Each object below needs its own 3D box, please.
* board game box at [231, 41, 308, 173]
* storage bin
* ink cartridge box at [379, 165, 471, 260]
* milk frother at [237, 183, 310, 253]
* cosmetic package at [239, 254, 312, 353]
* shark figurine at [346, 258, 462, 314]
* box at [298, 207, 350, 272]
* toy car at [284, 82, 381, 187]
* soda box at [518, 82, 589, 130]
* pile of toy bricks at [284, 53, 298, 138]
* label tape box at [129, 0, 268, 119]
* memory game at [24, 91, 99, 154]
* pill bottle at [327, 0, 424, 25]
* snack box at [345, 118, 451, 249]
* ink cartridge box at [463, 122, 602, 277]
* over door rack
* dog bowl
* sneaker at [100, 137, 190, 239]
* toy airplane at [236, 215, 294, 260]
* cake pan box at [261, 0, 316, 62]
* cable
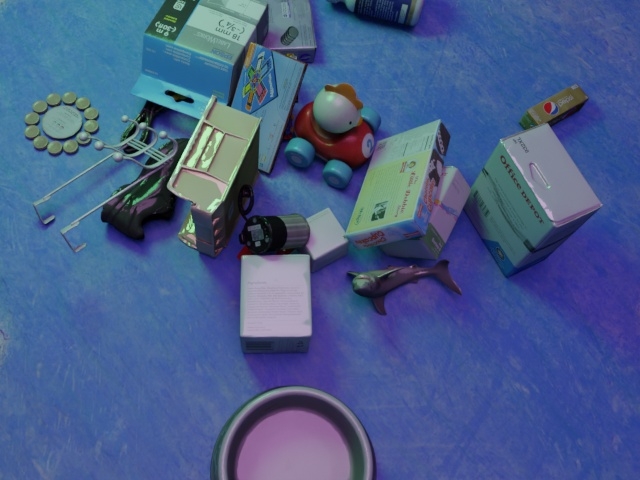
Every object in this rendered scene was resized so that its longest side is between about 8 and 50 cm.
[{"bbox_3d":[-0.143,-0.318,1.608,0.145,0.282,0.027,23,22,4],"label":"board game box"},{"bbox_3d":[-0.235,-0.131,1.496,0.123,0.262,0.261,21,66,2],"label":"storage bin"},{"bbox_3d":[0.237,-0.066,1.561,0.154,0.093,0.213,4,57,46],"label":"ink cartridge box"},{"bbox_3d":[-0.110,-0.049,1.467,0.129,0.134,0.143,11,100,35],"label":"milk frother"},{"bbox_3d":[-0.098,0.140,1.450,0.151,0.151,0.184,0,68,-5],"label":"cosmetic package"},{"bbox_3d":[0.173,0.112,1.534,0.278,0.166,0.116,-7,93,-26],"label":"shark figurine"},{"bbox_3d":[0.000,0.000,1.554,0.101,0.087,0.102,-27,72,-16],"label":"box"},{"bbox_3d":[0.052,-0.288,1.590,0.210,0.238,0.219,29,67,-2],"label":"toy car"},{"bbox_3d":[0.622,-0.347,1.772,0.181,0.061,0.058,-29,72,-16],"label":"soda box"},{"bbox_3d":[-0.125,-0.367,1.694,0.118,0.105,0.213,-2,98,-27],"label":"pile of toy bricks"},{"bbox_3d":[-0.298,-0.479,1.647,0.240,0.106,0.334,20,64,4],"label":"label tape box"},{"bbox_3d":[-0.648,-0.295,1.666,0.186,0.012,0.186,2,66,-4],"label":"memory game"},{"bbox_3d":[0.156,-0.696,1.833,0.264,0.153,0.153,13,66,1],"label":"pill bottle"},{"bbox_3d":[0.184,-0.132,1.546,0.060,0.187,0.322,46,47,-31],"label":"snack box"},{"bbox_3d":[0.465,-0.082,1.510,0.128,0.307,0.223,-22,71,-13],"label":"ink cartridge box"},{"bbox_3d":[-0.498,-0.150,1.483,0.324,0.108,0.239,-47,40,-13],"label":"over door rack"},{"bbox_3d":[-0.051,0.458,1.346,0.348,0.102,0.349,2,67,-4],"label":"dog bowl"},{"bbox_3d":[-0.382,-0.120,1.577,0.130,0.109,0.286,39,76,2],"label":"sneaker"},{"bbox_3d":[-0.124,0.008,1.572,0.151,0.028,0.151,1,68,-3],"label":"toy airplane"},{"bbox_3d":[-0.148,-0.606,1.814,0.245,0.070,0.267,-5,68,-9],"label":"cake pan box"},{"bbox_3d":[-0.422,-0.349,1.675,0.139,0.072,0.287,35,67,11],"label":"cable"}]
